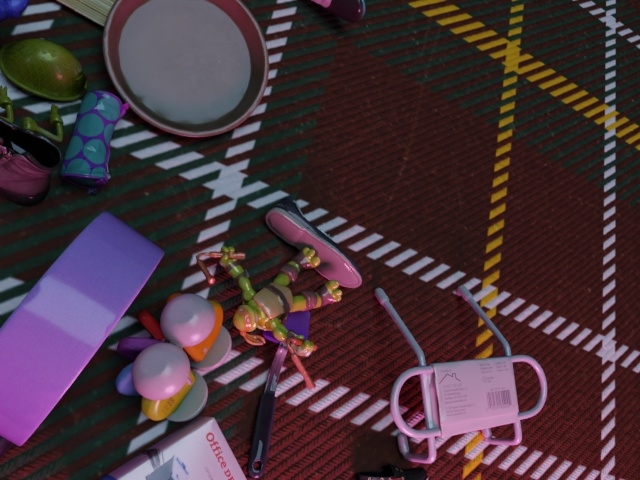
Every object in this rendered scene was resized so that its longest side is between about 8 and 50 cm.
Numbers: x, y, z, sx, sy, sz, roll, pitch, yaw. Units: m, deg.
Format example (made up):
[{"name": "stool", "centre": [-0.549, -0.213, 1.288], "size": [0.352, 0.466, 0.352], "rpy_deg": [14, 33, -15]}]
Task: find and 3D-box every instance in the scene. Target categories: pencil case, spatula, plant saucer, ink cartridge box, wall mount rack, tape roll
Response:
[{"name": "pencil case", "centre": [-0.343, -0.151, 0.894], "size": [0.070, 0.064, 0.152], "rpy_deg": [9, 69, -9]}, {"name": "spatula", "centre": [-0.074, 0.223, 0.938], "size": [0.084, 0.030, 0.297], "rpy_deg": [18, 66, -18]}, {"name": "plant saucer", "centre": [-0.223, -0.309, 0.995], "size": [0.277, 0.041, 0.278], "rpy_deg": [2, 86, -23]}, {"name": "ink cartridge box", "centre": [-0.203, 0.349, 0.796], "size": [0.190, 0.082, 0.140], "rpy_deg": [-28, 88, -31]}, {"name": "wall mount rack", "centre": [0.235, 0.225, 1.060], "size": [0.350, 0.130, 0.304], "rpy_deg": [1, 77, -29]}, {"name": "tape roll", "centre": [-0.306, 0.099, 0.706], "size": [0.090, 0.275, 0.275], "rpy_deg": [37, 60, -14]}]

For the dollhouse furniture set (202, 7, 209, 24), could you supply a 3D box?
[{"name": "dollhouse furniture set", "centre": [-0.193, -0.379, 1.079], "size": [0.076, 0.058, 0.152], "rpy_deg": [-11, 98, -39]}]

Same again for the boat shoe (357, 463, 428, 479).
[{"name": "boat shoe", "centre": [0.122, 0.395, 0.979], "size": [0.133, 0.049, 0.042], "rpy_deg": [-2, 82, -25]}]

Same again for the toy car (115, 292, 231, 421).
[{"name": "toy car", "centre": [-0.217, 0.157, 0.830], "size": [0.136, 0.159, 0.182], "rpy_deg": [16, 62, 14]}]

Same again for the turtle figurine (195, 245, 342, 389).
[{"name": "turtle figurine", "centre": [-0.061, 0.105, 0.930], "size": [0.269, 0.087, 0.217], "rpy_deg": [45, 38, 17]}]

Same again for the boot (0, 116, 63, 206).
[{"name": "boot", "centre": [-0.462, -0.137, 0.765], "size": [0.246, 0.161, 0.083], "rpy_deg": [23, 63, -21]}]

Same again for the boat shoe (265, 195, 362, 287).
[{"name": "boat shoe", "centre": [0.000, 0.000, 1.029], "size": [0.206, 0.075, 0.065], "rpy_deg": [40, 48, -8]}]

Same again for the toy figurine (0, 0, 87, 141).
[{"name": "toy figurine", "centre": [-0.464, -0.311, 0.762], "size": [0.362, 0.217, 0.191], "rpy_deg": [20, 45, -29]}]

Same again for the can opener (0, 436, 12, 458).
[{"name": "can opener", "centre": [-0.438, 0.296, 0.706], "size": [0.059, 0.073, 0.186], "rpy_deg": [13, 57, 18]}]

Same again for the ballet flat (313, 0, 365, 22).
[{"name": "ballet flat", "centre": [-0.014, -0.553, 1.204], "size": [0.096, 0.095, 0.280], "rpy_deg": [-22, 75, -23]}]

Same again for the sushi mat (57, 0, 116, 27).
[{"name": "sushi mat", "centre": [-0.384, -0.439, 0.994], "size": [0.316, 0.019, 0.151], "rpy_deg": [27, 64, -18]}]
